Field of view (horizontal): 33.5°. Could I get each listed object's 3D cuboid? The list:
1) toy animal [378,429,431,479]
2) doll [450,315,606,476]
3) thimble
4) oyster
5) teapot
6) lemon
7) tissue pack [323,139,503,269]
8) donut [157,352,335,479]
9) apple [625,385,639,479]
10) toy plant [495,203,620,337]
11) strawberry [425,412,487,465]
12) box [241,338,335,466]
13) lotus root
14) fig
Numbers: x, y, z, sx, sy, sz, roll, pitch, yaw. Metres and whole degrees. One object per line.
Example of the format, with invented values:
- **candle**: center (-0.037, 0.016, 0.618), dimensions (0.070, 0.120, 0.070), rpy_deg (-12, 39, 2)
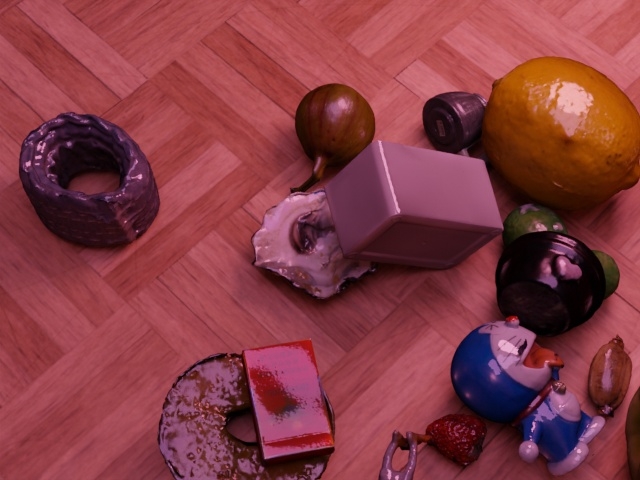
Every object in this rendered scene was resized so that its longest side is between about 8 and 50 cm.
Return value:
- **toy animal**: center (0.077, 0.393, 1.500), dimensions (0.225, 0.284, 0.302), rpy_deg (14, 64, 11)
- **doll**: center (0.320, 0.237, 1.644), dimensions (0.257, 0.161, 0.215), rpy_deg (41, 35, 5)
- **thimble**: center (-0.400, -0.103, 1.839), dimensions (0.236, 0.172, 0.205), rpy_deg (41, 73, 18)
- **oyster**: center (0.000, 0.000, 1.824), dimensions (0.223, 0.083, 0.214), rpy_deg (18, 63, 7)
- **teapot**: center (0.266, -0.211, 1.921), dimensions (0.108, 0.111, 0.149), rpy_deg (-27, 58, -28)
- **lemon**: center (0.413, -0.181, 1.822), dimensions (0.260, 0.260, 0.284), rpy_deg (-42, 94, -19)
- **tissue pack**: center (0.155, -0.052, 1.752), dimensions (0.246, 0.159, 0.136), rpy_deg (8, 57, -35)
- **donut**: center (-0.112, 0.304, 1.658), dimensions (0.272, 0.107, 0.272), rpy_deg (1, 66, -2)
- **apple**: center (0.582, 0.299, 1.559), dimensions (0.279, 0.279, 0.279), rpy_deg (0, 62, 1)
- **toy plant**: center (0.380, 0.048, 1.757), dimensions (0.218, 0.175, 0.235), rpy_deg (33, 39, 10)
- **strawberry**: center (0.212, 0.308, 1.662), dimensions (0.096, 0.083, 0.083), rpy_deg (4, 62, 11)
- **box**: center (-0.050, 0.244, 1.607), dimensions (0.112, 0.048, 0.175), rpy_deg (-7, 67, -11)
- **lotus root**: center (0.465, 0.214, 1.713), dimensions (0.072, 0.063, 0.152), rpy_deg (36, 58, -23)
- **fig**: center (0.013, -0.191, 1.892), dimensions (0.148, 0.142, 0.186), rpy_deg (-4, 44, 29)
